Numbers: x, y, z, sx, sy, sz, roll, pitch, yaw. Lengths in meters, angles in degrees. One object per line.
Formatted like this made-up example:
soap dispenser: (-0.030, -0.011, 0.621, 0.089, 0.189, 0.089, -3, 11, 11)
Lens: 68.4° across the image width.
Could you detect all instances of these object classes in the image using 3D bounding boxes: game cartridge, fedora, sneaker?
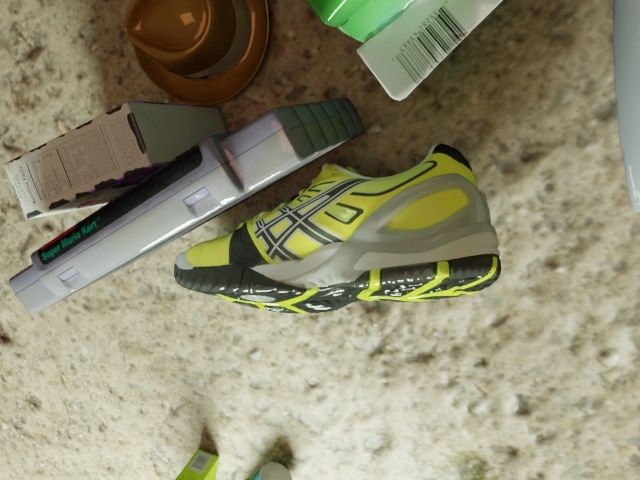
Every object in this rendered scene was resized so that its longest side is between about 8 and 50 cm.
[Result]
game cartridge: (-0.138, -0.044, 0.507, 0.355, 0.230, 0.068, -26, 94, 24)
fedora: (-0.157, -0.248, 0.541, 0.195, 0.079, 0.194, 6, 106, 20)
sneaker: (0.000, 0.000, 0.542, 0.385, 0.145, 0.147, -8, 71, 24)

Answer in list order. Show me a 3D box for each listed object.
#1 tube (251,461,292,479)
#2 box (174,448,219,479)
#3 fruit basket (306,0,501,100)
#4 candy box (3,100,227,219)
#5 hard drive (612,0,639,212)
tube: (-0.108, 0.421, 0.728, 0.080, 0.052, 0.207, 40, 120, 18)
box: (-0.208, 0.432, 0.730, 0.043, 0.109, 0.178, 16, 109, 12)
fruit basket: (0.099, -0.343, 0.358, 0.353, 0.165, 0.327, -41, 72, 24)
candy box: (-0.230, -0.096, 0.562, 0.196, 0.165, 0.070, -16, 97, 24)
hard drive: (0.349, -0.152, 0.393, 0.172, 0.054, 0.254, -6, 102, 22)
